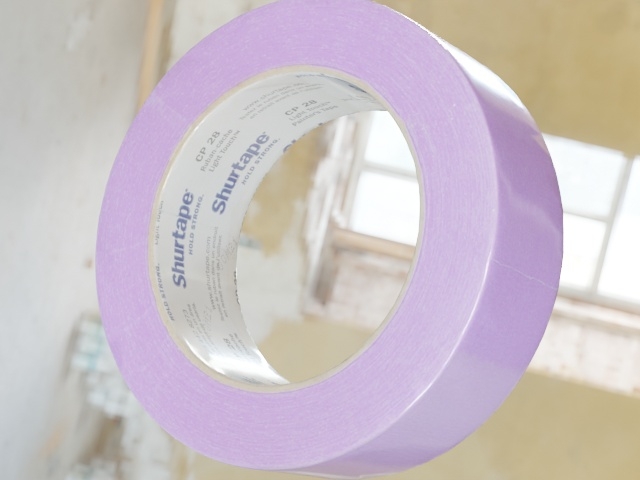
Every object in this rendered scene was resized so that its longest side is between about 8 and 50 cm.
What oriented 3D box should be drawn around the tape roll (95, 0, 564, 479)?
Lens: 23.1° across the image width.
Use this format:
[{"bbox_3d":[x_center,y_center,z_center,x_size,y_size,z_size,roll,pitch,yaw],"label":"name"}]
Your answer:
[{"bbox_3d":[0.000,0.000,0.919,0.090,0.274,0.275,21,81,-55],"label":"tape roll"}]
